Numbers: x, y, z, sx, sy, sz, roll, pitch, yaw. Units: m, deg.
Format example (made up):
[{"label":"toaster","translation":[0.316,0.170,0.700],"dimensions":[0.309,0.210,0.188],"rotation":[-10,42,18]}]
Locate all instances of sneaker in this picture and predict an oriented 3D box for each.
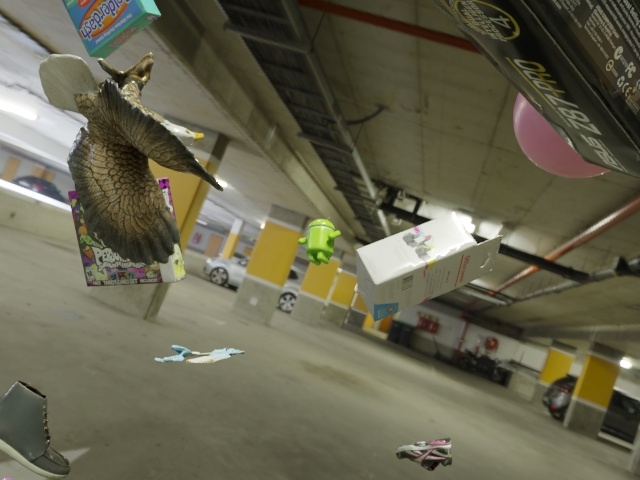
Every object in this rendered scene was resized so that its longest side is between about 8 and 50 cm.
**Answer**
[{"label":"sneaker","translation":[-0.560,0.383,1.151],"dimensions":[0.083,0.118,0.222],"rotation":[13,-33,51]},{"label":"sneaker","translation":[0.279,0.587,1.559],"dimensions":[0.072,0.077,0.178],"rotation":[6,-24,-40]}]

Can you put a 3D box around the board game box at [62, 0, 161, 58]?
[{"label":"board game box","translation":[-0.413,-0.477,1.080],"dimensions":[0.160,0.210,0.047],"rotation":[-26,2,24]}]

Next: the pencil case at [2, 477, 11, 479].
[{"label":"pencil case","translation":[-0.573,0.521,1.050],"dimensions":[0.065,0.070,0.151],"rotation":[1,36,-36]}]

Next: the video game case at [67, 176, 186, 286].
[{"label":"video game case","translation":[-0.398,-0.013,1.179],"dimensions":[0.232,0.210,0.042],"rotation":[-4,10,21]}]

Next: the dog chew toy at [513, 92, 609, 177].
[{"label":"dog chew toy","translation":[0.407,-0.239,0.860],"dimensions":[0.207,0.206,0.332],"rotation":[19,-22,19]}]

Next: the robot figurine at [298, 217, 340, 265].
[{"label":"robot figurine","translation":[0.000,0.000,1.380],"dimensions":[0.101,0.115,0.067],"rotation":[-11,-28,35]}]

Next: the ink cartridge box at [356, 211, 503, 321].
[{"label":"ink cartridge box","translation":[0.142,0.030,0.771],"dimensions":[0.104,0.181,0.061],"rotation":[84,-17,-56]}]

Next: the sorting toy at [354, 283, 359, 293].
[{"label":"sorting toy","translation":[0.138,0.113,1.405],"dimensions":[0.083,0.044,0.075],"rotation":[-5,-23,35]}]

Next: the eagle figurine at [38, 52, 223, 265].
[{"label":"eagle figurine","translation":[-0.277,-0.146,0.868],"dimensions":[0.225,0.298,0.226],"rotation":[-17,-31,-2]}]

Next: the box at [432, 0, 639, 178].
[{"label":"box","translation":[0.225,-0.259,0.401],"dimensions":[0.395,0.318,0.097],"rotation":[24,7,-40]}]

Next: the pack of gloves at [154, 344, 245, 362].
[{"label":"pack of gloves","translation":[-0.332,0.306,1.596],"dimensions":[0.195,0.046,0.232],"rotation":[-6,-6,15]}]
